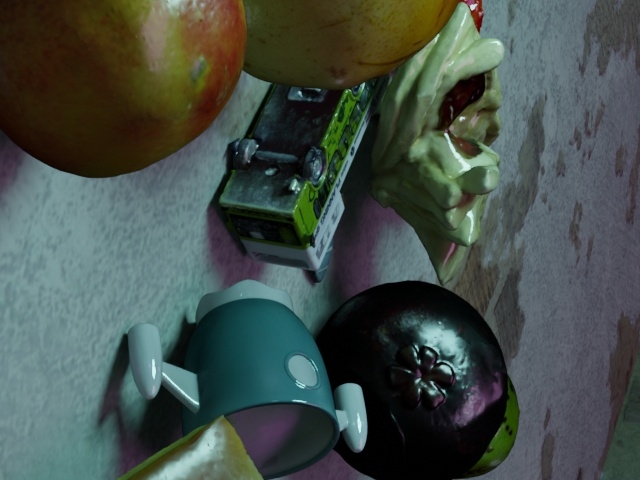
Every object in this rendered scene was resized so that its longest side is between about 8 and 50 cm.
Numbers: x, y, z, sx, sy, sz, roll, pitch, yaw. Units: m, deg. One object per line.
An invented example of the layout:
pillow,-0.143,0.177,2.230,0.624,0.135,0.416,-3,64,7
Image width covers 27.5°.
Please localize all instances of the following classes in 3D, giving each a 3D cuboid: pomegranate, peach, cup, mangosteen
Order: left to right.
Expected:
peach,-0.169,-0.167,1.024,0.231,0.231,0.231,-33,127,-59
cup,-0.071,0.140,1.379,0.299,0.167,0.173,21,44,-34
pomegranate,-0.006,-0.305,1.262,0.319,0.319,0.319,-33,127,-59
mangosteen,0.105,0.194,1.718,0.233,0.287,0.288,-37,132,-38
pomegranate,0.184,0.259,1.988,0.263,0.211,0.211,2,90,-20

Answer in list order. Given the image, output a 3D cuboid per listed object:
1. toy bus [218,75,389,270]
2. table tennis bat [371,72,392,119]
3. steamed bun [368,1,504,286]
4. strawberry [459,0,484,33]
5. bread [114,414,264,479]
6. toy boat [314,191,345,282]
toy bus,-0.009,-0.118,1.517,0.139,0.113,0.302,72,35,-51
table tennis bat,0.073,-0.213,1.767,0.138,0.022,0.246,-64,148,-35
steamed bun,0.159,-0.097,1.680,0.247,0.189,0.428,-52,166,-18
strawberry,0.183,-0.340,1.836,0.190,0.111,0.236,67,34,-44
bread,-0.191,0.300,1.149,0.361,0.077,0.138,-30,92,-41
toy boat,0.000,0.001,1.660,0.096,0.034,0.122,-14,112,-58
